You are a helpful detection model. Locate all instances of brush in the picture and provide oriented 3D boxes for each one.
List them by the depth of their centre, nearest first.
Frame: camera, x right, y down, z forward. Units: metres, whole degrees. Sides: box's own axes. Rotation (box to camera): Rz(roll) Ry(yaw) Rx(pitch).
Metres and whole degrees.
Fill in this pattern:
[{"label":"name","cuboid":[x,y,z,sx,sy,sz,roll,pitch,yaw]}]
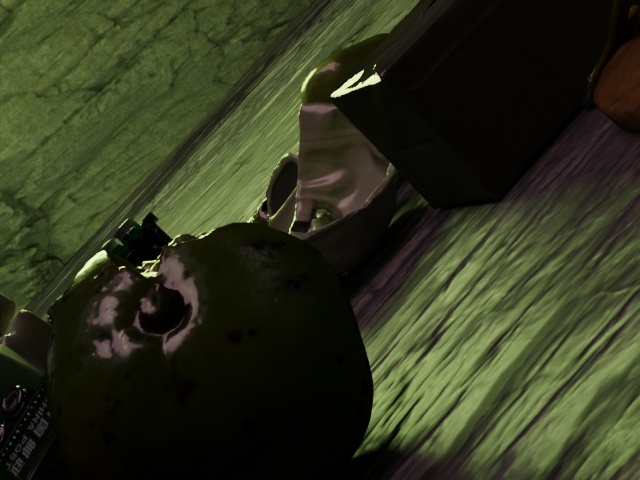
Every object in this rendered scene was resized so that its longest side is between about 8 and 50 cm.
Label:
[{"label":"brush","cuboid":[0.235,-0.172,1.343,0.082,0.010,0.218,-58,-11,-12]}]

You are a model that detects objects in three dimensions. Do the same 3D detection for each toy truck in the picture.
[{"label":"toy truck","cuboid":[-0.284,0.246,1.606,0.121,0.088,0.259,26,84,53]},{"label":"toy truck","cuboid":[-0.280,0.071,2.381,0.216,0.110,0.116,-48,-2,-12]}]

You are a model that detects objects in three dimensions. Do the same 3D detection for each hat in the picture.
[{"label":"hat","cuboid":[0.000,0.000,1.673,0.226,0.164,0.219,88,-166,-48]}]

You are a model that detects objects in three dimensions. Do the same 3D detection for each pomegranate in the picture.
[{"label":"pomegranate","cuboid":[-0.073,0.113,1.230,0.236,0.236,0.302,-47,-20,-12]}]

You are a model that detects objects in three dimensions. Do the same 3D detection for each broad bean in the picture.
[{"label":"broad bean","cuboid":[0.055,-0.199,2.094,0.124,0.082,0.174,-39,-7,33]}]

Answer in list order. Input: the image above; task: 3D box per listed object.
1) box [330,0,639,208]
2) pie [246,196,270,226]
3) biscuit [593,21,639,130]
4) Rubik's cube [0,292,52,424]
[{"label":"box","cuboid":[0.149,-0.163,1.500,0.231,0.155,0.149,-49,11,-13]},{"label":"pie","cuboid":[0.030,-0.094,1.907,0.339,0.077,0.339,-47,4,4]},{"label":"biscuit","cuboid":[0.347,-0.227,1.289,0.376,0.051,0.269,-46,12,-7]},{"label":"Rubik's cube","cuboid":[-0.483,0.211,1.976,0.387,0.358,0.368,-57,7,-1]}]
